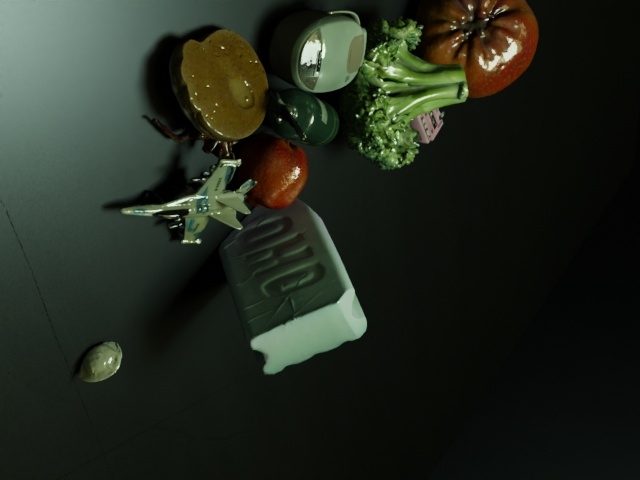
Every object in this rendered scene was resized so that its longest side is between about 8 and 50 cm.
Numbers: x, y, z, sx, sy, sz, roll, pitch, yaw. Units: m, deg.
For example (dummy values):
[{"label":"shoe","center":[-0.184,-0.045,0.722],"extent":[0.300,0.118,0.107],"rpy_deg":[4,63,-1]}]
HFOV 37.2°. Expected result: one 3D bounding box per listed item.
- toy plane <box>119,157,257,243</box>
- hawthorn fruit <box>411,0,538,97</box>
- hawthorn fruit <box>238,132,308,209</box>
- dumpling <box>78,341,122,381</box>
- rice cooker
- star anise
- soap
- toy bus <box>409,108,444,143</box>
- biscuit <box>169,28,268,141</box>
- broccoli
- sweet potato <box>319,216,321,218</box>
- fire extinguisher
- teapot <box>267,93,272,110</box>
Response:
[{"label":"toy plane","center":[-0.226,-0.065,1.586],"extent":[0.262,0.088,0.192],"rpy_deg":[3,131,-40]},{"label":"hawthorn fruit","center":[0.333,-0.446,2.099],"extent":[0.298,0.277,0.277],"rpy_deg":[-2,113,-79]},{"label":"hawthorn fruit","center":[-0.086,-0.121,1.734],"extent":[0.133,0.133,0.138],"rpy_deg":[14,100,-61]},{"label":"dumpling","center":[-0.362,0.204,1.580],"extent":[0.077,0.059,0.043],"rpy_deg":[-31,145,-42]},{"label":"rice cooker","center":[-0.005,-0.347,1.720],"extent":[0.206,0.127,0.145],"rpy_deg":[-31,136,-52]},{"label":"star anise","center":[-0.204,-0.186,1.567],"extent":[0.190,0.070,0.097],"rpy_deg":[17,68,-59]},{"label":"soap","center":[-0.063,0.064,1.751],"extent":[0.208,0.347,0.115],"rpy_deg":[-22,131,-2]},{"label":"toy bus","center":[0.232,-0.305,2.204],"extent":[0.090,0.063,0.203],"rpy_deg":[-58,151,-15]},{"label":"biscuit","center":[-0.163,-0.251,1.545],"extent":[0.208,0.049,0.181],"rpy_deg":[-45,117,-52]},{"label":"broccoli","center":[0.144,-0.304,1.909],"extent":[0.260,0.235,0.288],"rpy_deg":[-27,142,-15]},{"label":"sweet potato","center":[0.000,0.000,2.050],"extent":[0.049,0.049,0.117],"rpy_deg":[-36,135,-43]},{"label":"fire extinguisher","center":[-0.039,-0.221,1.697],"extent":[0.093,0.118,0.294],"rpy_deg":[-38,174,11]},{"label":"teapot","center":[-0.124,-0.229,1.690],"extent":[0.110,0.043,0.043],"rpy_deg":[-38,140,-45]}]
